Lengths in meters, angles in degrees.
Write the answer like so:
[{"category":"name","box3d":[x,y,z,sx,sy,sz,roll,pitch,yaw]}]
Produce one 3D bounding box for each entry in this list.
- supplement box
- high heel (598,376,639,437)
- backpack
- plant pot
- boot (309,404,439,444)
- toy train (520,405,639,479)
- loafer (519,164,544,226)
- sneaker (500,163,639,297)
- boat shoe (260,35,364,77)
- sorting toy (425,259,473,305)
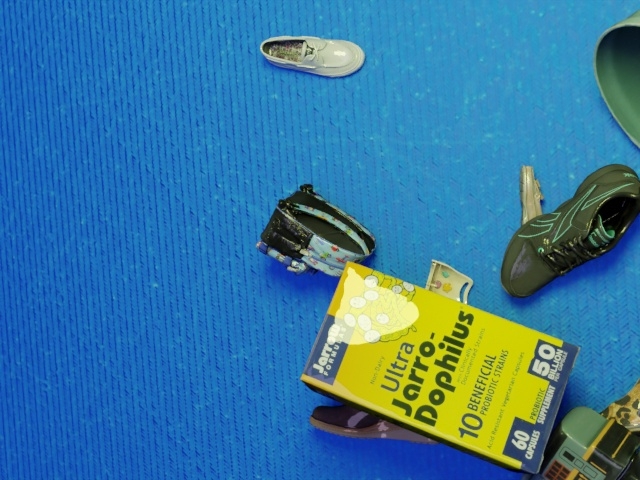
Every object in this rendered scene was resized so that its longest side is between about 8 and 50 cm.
[{"category":"supplement box","box3d":[0.173,0.196,1.286,0.357,0.195,0.194,20,78,9]},{"category":"high heel","box3d":[0.497,0.200,1.302,0.261,0.093,0.186,-29,55,35]},{"category":"backpack","box3d":[0.000,0.000,1.433,0.173,0.158,0.116,31,111,5]},{"category":"plant pot","box3d":[0.552,-0.234,1.158,0.196,0.293,0.293,-41,77,-7]},{"category":"boot","box3d":[0.104,0.234,1.449,0.249,0.090,0.206,0,80,22]},{"category":"toy train","box3d":[0.387,0.408,1.277,0.190,0.142,0.333,37,125,23]},{"category":"loafer","box3d":[0.341,-0.059,1.357,0.039,0.045,0.125,-2,98,4]},{"category":"sneaker","box3d":[0.380,-0.006,1.292,0.101,0.106,0.267,37,108,-16]},{"category":"boat shoe","box3d":[-0.017,-0.325,1.468,0.184,0.063,0.066,16,98,20]},{"category":"sorting toy","box3d":[0.212,0.080,1.410,0.075,0.045,0.083,17,97,12]}]
